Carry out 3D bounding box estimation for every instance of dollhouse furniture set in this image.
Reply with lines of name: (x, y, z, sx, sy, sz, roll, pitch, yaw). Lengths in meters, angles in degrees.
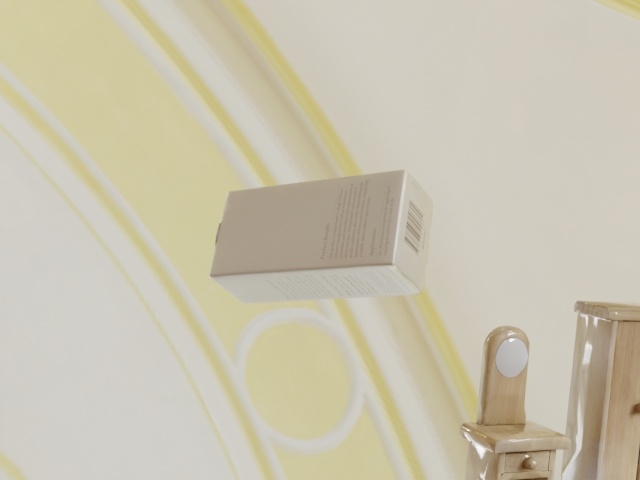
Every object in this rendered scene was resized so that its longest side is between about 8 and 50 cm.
dollhouse furniture set: (0.329, 0.155, 0.668, 0.355, 0.303, 0.173, -169, -97, -65)

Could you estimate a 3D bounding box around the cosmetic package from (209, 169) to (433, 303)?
cosmetic package: (0.000, 0.000, 1.001, 0.231, 0.085, 0.117, -5, -119, 30)
